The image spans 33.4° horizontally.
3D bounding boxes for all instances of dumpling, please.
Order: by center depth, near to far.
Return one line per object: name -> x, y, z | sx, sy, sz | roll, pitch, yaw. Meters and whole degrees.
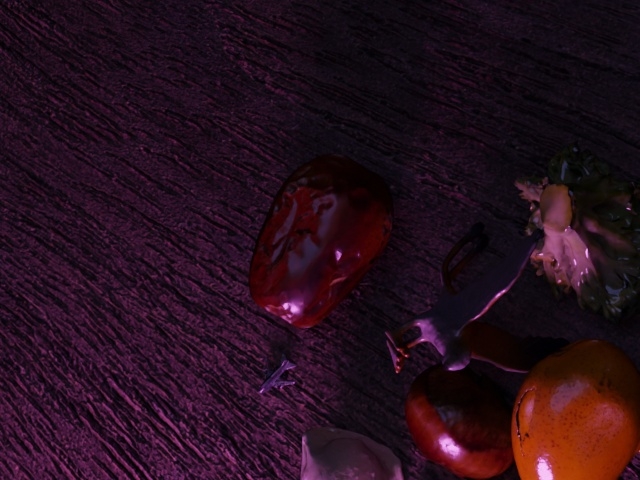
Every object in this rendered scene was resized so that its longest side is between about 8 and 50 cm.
dumpling -> 0.060, 0.425, 1.781 | 0.179, 0.131, 0.252 | 5, 53, -22

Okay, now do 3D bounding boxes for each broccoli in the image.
broccoli -> 0.421, -0.016, 1.740 | 0.288, 0.245, 0.248 | 42, 108, 43

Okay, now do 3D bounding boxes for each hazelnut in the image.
hazelnut -> 0.227, 0.302, 1.739 | 0.204, 0.178, 0.178 | 34, 84, 4

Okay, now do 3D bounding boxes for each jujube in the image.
jujube -> 0.000, 0.000, 1.946 | 0.223, 0.223, 0.318 | 28, 86, 31

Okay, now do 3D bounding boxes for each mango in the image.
mango -> 0.389, 0.293, 1.648 | 0.160, 0.191, 0.290 | -150, 69, -72

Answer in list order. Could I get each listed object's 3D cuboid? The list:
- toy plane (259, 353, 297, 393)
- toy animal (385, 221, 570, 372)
toy plane -> -0.083, 0.251, 1.971 | 0.078, 0.031, 0.083 | 37, 86, 32
toy animal -> 0.221, 0.094, 1.760 | 0.302, 0.225, 0.284 | -28, 30, -13
